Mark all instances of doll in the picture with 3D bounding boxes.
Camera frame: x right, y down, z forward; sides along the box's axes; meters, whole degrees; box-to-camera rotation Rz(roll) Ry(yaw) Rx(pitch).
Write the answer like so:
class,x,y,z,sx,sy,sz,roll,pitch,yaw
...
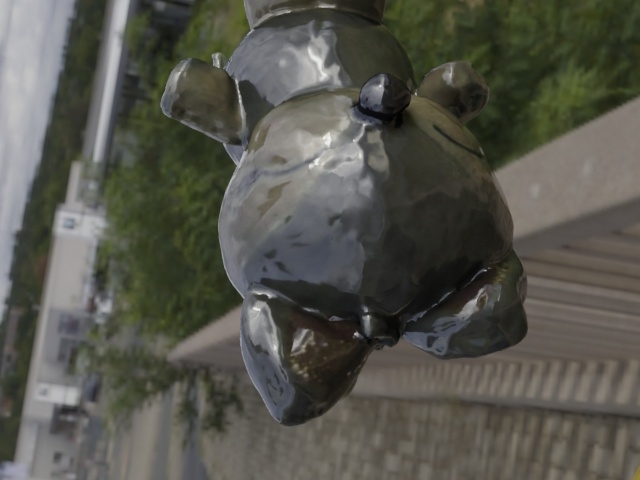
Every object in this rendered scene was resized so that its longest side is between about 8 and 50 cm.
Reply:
class,x,y,z,sx,sy,sz,roll,pitch,yaw
doll,0.035,-0.005,1.044,0.378,0.252,0.382,71,-174,-55

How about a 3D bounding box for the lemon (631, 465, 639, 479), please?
class,x,y,z,sx,sy,sz,roll,pitch,yaw
lemon,0.248,0.154,0.545,0.320,0.245,0.245,26,-109,-70
